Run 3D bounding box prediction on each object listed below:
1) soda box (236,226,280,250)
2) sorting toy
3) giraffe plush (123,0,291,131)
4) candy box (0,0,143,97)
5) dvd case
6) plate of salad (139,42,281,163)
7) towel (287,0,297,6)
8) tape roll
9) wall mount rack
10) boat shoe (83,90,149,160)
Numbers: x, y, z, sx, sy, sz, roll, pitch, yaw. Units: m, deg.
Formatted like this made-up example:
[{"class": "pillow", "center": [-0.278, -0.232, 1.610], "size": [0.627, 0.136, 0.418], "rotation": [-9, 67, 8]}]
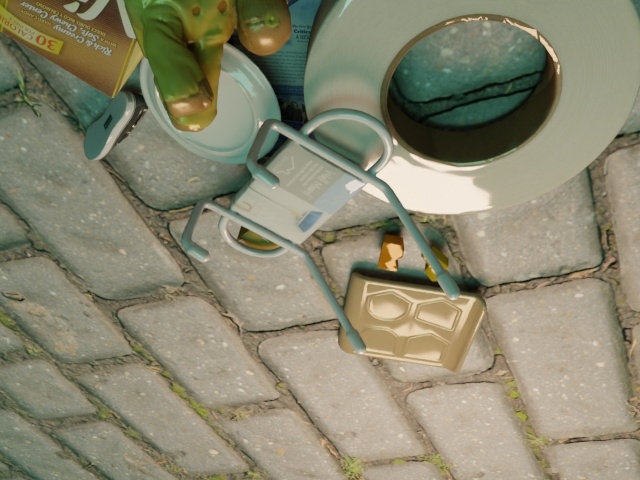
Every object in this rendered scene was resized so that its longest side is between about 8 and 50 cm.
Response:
[{"class": "soda box", "center": [-0.048, -0.044, 1.025], "size": [0.058, 0.061, 0.181], "rotation": [32, 139, -22]}, {"class": "sorting toy", "center": [0.158, 0.109, 1.186], "size": [0.229, 0.041, 0.307], "rotation": [12, 136, 3]}, {"class": "giraffe plush", "center": [-0.104, -0.233, 0.706], "size": [0.171, 0.181, 0.210], "rotation": [-22, 117, -9]}, {"class": "candy box", "center": [-0.229, -0.324, 0.762], "size": [0.183, 0.087, 0.316], "rotation": [31, 131, -23]}, {"class": "dvd case", "center": [-0.025, -0.208, 0.898], "size": [0.180, 0.022, 0.253], "rotation": [4, 136, 6]}, {"class": "plate of salad", "center": [-0.140, -0.184, 0.905], "size": [0.200, 0.048, 0.199], "rotation": [14, 138, 13]}, {"class": "towel", "center": [-0.022, -0.311, 0.773], "size": [0.119, 0.029, 0.067], "rotation": [-33, 118, 19]}, {"class": "tape roll", "center": [0.173, -0.191, 0.830], "size": [0.392, 0.072, 0.392], "rotation": [1, 136, 1]}, {"class": "wall mount rack", "center": [0.000, 0.000, 0.906], "size": [0.304, 0.130, 0.350], "rotation": [29, 141, -18]}, {"class": "boat shoe", "center": [-0.285, -0.156, 0.975], "size": [0.040, 0.049, 0.142], "rotation": [-6, 157, -47]}]
